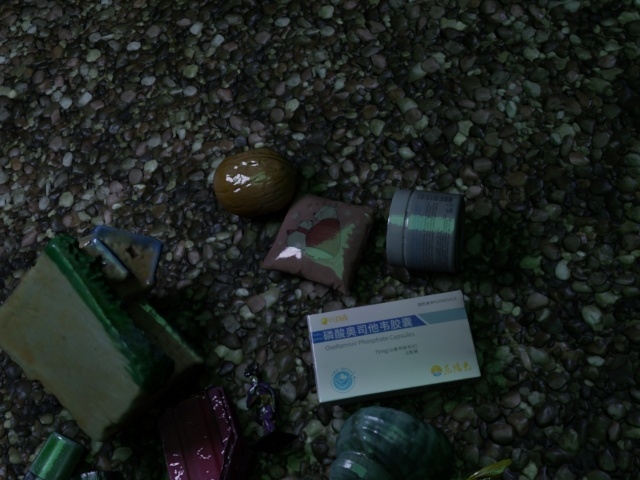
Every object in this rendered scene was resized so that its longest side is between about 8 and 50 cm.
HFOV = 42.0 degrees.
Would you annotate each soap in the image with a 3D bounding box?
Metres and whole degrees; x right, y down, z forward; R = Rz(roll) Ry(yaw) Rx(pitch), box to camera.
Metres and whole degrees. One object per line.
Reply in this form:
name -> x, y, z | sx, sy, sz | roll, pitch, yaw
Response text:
soap -> -0.241, 0.442, 1.745 | 0.162, 0.099, 0.250 | -24, 43, -2

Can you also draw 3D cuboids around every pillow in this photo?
pillow -> 0.000, 0.000, 1.930 | 0.236, 0.084, 0.223 | 17, 71, 24

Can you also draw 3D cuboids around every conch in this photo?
conch -> 0.127, 0.439, 1.672 | 0.277, 0.195, 0.220 | -27, 91, -26

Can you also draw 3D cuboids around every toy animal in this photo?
toy animal -> 0.285, 0.508, 1.637 | 0.155, 0.095, 0.219 | 9, 100, 17

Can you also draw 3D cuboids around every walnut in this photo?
walnut -> -0.154, -0.139, 1.988 | 0.207, 0.167, 0.167 | -11, 65, 11

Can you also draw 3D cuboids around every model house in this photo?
model house -> -0.436, 0.180, 1.815 | 0.382, 0.343, 0.334 | 49, 120, 7

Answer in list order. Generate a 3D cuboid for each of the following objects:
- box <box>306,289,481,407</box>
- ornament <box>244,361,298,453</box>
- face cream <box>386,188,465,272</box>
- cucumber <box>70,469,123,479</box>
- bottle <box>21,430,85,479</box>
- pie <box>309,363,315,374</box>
box -> 0.154, 0.230, 1.779 | 0.343, 0.065, 0.200 | -9, 64, 2
ornament -> -0.131, 0.364, 1.818 | 0.081, 0.088, 0.203 | -44, 48, 19
face cream -> 0.236, -0.021, 1.830 | 0.153, 0.177, 0.177 | 6, 69, 14
cucumber -> -0.489, 0.559, 1.822 | 0.116, 0.062, 0.115 | -23, 67, 5
bottle -> -0.636, 0.585, 1.827 | 0.093, 0.093, 0.330 | 21, 73, 21
pie -> 0.059, 0.264, 1.829 | 0.170, 0.034, 0.092 | 3, 72, 16
